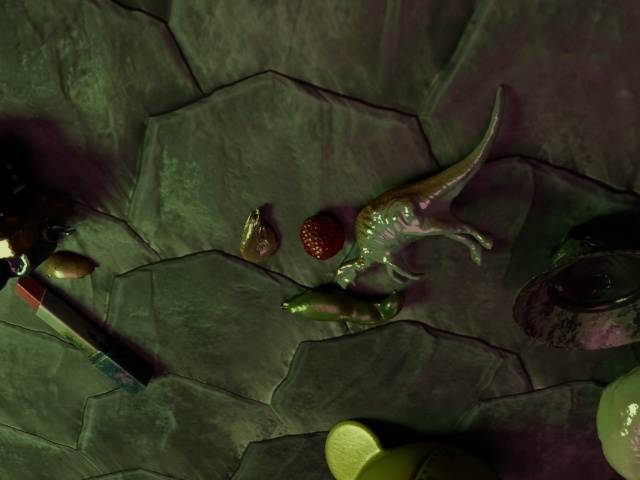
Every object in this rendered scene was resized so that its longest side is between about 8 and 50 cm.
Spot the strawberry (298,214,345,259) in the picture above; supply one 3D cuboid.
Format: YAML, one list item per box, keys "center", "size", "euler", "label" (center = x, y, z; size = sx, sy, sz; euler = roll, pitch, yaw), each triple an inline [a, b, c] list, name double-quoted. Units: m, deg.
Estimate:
- center: [0.000, 0.000, 0.979]
  size: [0.074, 0.083, 0.073]
  euler: [6, 119, 10]
  label: "strawberry"

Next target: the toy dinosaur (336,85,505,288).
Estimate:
- center: [0.165, -0.036, 0.926]
  size: [0.206, 0.092, 0.392]
  euler: [21, 129, -1]
  label: "toy dinosaur"

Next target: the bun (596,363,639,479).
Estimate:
- center: [0.587, 0.287, 1.053]
  size: [0.273, 0.168, 0.272]
  euler: [1, 115, 2]
  label: "bun"

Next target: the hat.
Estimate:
- center: [0.399, 0.048, 0.923]
  size: [0.266, 0.128, 0.265]
  euler: [6, 142, 5]
  label: "hat"

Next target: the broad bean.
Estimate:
- center: [0.035, 0.110, 1.074]
  size: [0.214, 0.048, 0.070]
  euler: [-4, 126, 11]
  label: "broad bean"

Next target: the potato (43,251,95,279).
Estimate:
- center: [-0.442, 0.043, 1.107]
  size: [0.093, 0.037, 0.036]
  euler: [3, 122, 8]
  label: "potato"

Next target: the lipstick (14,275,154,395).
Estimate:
- center: [-0.446, 0.175, 1.198]
  size: [0.051, 0.051, 0.312]
  euler: [-30, 116, 29]
  label: "lipstick"

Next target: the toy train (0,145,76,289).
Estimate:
- center: [-0.587, -0.043, 0.989]
  size: [0.430, 0.178, 0.249]
  euler: [-4, 115, 12]
  label: "toy train"

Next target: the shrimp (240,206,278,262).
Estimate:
- center: [-0.094, -0.007, 1.025]
  size: [0.059, 0.023, 0.108]
  euler: [12, 128, -12]
  label: "shrimp"

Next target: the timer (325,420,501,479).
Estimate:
- center: [0.172, 0.547, 1.226]
  size: [0.387, 0.376, 0.376]
  euler: [2, 130, 36]
  label: "timer"
